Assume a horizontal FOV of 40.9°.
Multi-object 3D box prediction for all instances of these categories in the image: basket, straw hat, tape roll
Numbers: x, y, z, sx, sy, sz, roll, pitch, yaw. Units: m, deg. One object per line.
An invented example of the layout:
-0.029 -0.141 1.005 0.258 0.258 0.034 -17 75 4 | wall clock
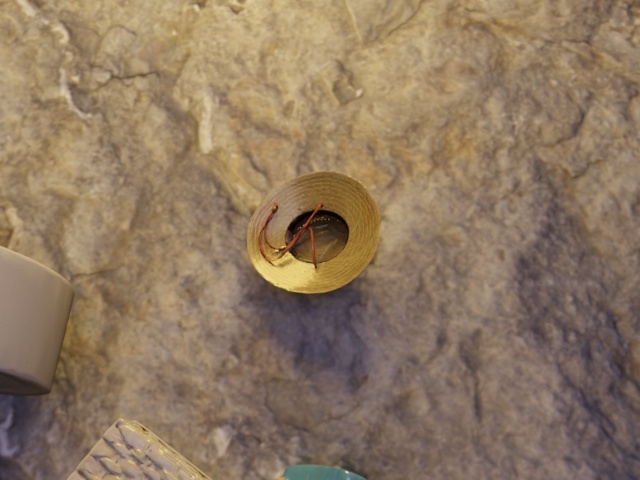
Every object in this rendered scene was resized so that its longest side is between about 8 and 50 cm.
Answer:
-0.154 0.254 0.795 0.167 0.103 0.113 35 74 11 | basket
0.000 0.000 0.903 0.144 0.061 0.144 -6 68 15 | straw hat
-0.369 0.062 0.763 0.286 0.286 0.100 8 71 2 | tape roll

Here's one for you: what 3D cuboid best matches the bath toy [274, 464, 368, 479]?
-0.015 0.383 0.751 0.151 0.129 0.348 1 62 47 | bath toy
